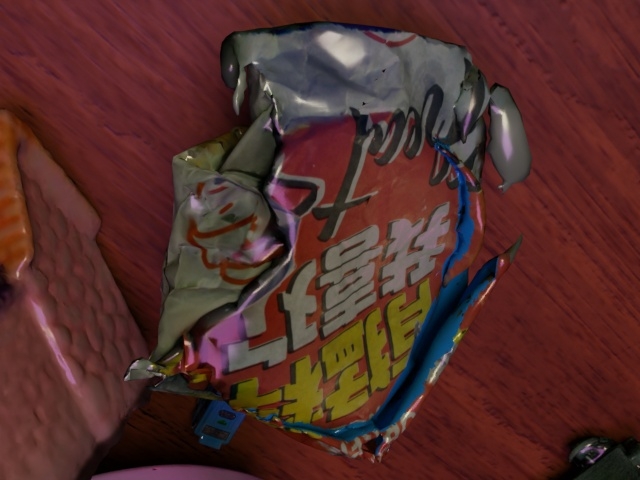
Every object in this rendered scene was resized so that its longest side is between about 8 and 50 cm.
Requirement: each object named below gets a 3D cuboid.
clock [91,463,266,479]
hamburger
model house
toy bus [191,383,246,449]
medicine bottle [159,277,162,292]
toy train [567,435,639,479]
[{"bbox_3d":[-0.186,0.298,0.591,0.339,0.102,0.338,-12,148,-7],"label":"clock"},{"bbox_3d":[0.003,-0.005,0.467,0.261,0.150,0.276,12,98,-36],"label":"hamburger"},{"bbox_3d":[-0.265,0.064,0.459,0.202,0.237,0.237,-17,105,14],"label":"model house"},{"bbox_3d":[-0.081,0.139,0.614,0.038,0.046,0.083,24,115,-16],"label":"toy bus"},{"bbox_3d":[-0.019,0.078,0.575,0.231,0.059,0.059,37,112,-21],"label":"medicine bottle"},{"bbox_3d":[0.264,0.279,0.703,0.132,0.083,0.200,34,113,-32],"label":"toy train"}]
